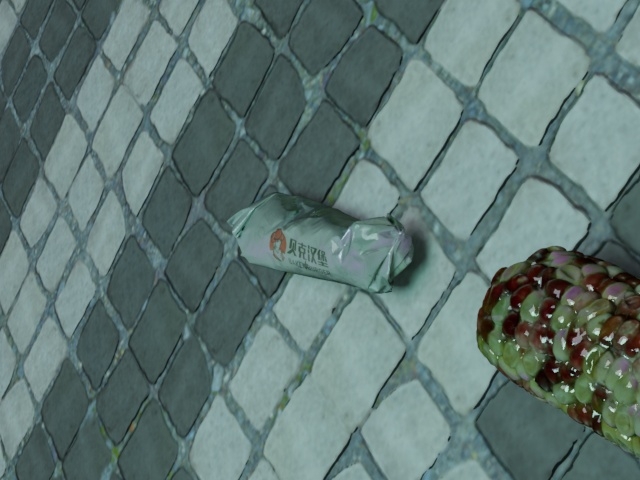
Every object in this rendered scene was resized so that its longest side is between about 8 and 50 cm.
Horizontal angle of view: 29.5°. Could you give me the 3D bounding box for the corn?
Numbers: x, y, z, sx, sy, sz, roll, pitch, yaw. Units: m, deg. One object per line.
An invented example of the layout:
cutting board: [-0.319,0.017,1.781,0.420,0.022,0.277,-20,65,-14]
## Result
corn: [0.190,0.082,0.640,0.280,0.092,0.092,33,105,50]

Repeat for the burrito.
burrito: [0.001,0.000,0.941,0.203,0.064,0.064,13,89,55]
